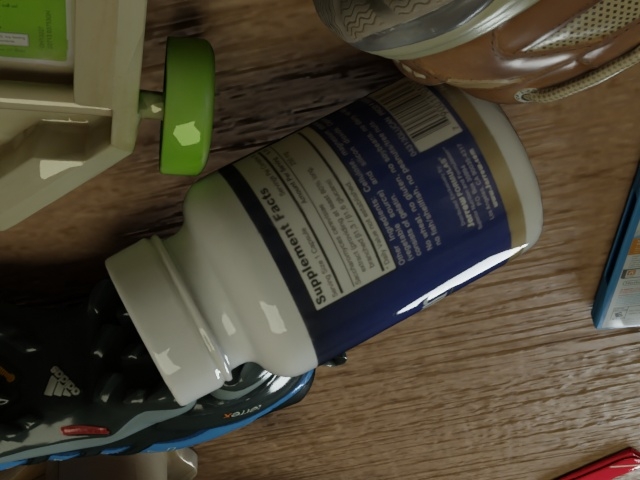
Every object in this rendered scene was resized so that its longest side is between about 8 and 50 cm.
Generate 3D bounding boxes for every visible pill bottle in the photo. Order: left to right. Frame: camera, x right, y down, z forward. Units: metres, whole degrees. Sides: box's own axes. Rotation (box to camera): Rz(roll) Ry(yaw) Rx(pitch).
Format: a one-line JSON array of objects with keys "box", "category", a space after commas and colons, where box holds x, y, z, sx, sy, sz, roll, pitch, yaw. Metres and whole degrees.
[{"box": [0.000, 0.000, 0.426, 0.169, 0.094, 0.094, -27, 142, -9], "category": "pill bottle"}]

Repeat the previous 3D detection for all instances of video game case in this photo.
[{"box": [0.225, -0.006, 0.557, 0.119, 0.015, 0.166, -4, 142, -2], "category": "video game case"}]

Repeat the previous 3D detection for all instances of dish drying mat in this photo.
[{"box": [0.223, 0.190, 0.809, 0.083, 0.008, 0.032, -34, 135, 30], "category": "dish drying mat"}]

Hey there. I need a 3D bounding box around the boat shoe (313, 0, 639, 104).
[{"box": [0.148, -0.142, 0.304, 0.324, 0.123, 0.116, -23, 146, 30], "category": "boat shoe"}]

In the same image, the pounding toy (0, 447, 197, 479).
[{"box": [-0.156, 0.205, 0.656, 0.269, 0.155, 0.154, -25, 143, 22], "category": "pounding toy"}]

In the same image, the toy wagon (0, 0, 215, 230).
[{"box": [-0.157, -0.126, 0.311, 0.267, 0.068, 0.344, 3, 140, -12], "category": "toy wagon"}]

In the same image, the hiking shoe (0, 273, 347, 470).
[{"box": [-0.146, 0.086, 0.546, 0.303, 0.113, 0.132, -9, 154, 14], "category": "hiking shoe"}]
